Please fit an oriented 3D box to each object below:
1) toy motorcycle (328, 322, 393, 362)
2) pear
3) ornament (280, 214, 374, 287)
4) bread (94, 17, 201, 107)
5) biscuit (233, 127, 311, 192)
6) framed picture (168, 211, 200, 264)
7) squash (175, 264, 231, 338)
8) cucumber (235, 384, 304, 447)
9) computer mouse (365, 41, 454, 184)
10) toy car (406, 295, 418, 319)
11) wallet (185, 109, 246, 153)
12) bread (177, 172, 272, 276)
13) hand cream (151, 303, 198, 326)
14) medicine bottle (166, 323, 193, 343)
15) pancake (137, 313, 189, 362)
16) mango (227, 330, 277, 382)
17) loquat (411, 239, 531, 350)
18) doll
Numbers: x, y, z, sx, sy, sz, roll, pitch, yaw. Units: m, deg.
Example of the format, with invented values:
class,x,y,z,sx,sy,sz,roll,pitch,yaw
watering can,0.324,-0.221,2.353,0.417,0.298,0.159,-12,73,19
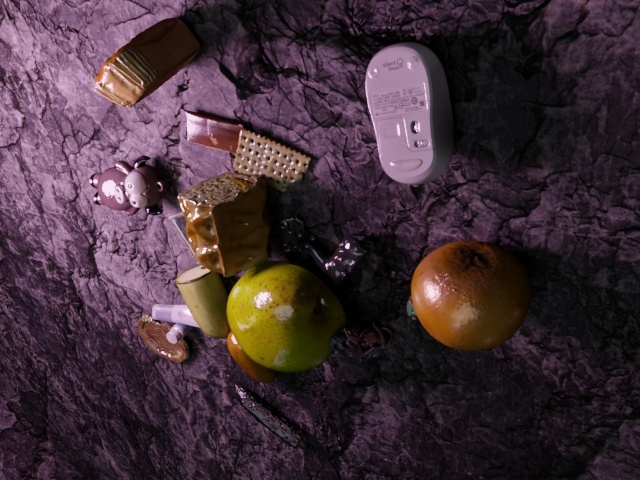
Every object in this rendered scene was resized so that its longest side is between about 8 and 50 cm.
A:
class,x,y,z,sx,sy,sz,roll,pitch,yaw
toy motorcycle,0.119,0.274,1.617,0.118,0.213,0.084,-41,50,25
pear,-0.091,0.207,1.612,0.342,0.238,0.318,42,148,1
ornament,0.000,0.000,1.560,0.236,0.080,0.202,39,133,3
bread,-0.407,-0.426,1.405,0.119,0.288,0.153,45,130,-14
biscuit,-0.131,-0.201,1.543,0.203,0.016,0.144,26,128,6
framed picture,-0.374,-0.010,1.795,0.142,0.011,0.183,-13,113,38
squash,-0.344,0.204,1.837,0.133,0.132,0.246,-8,113,32
cucumber,-0.184,0.600,2.028,0.300,0.072,0.072,35,129,7
computer mouse,0.202,-0.269,1.266,0.184,0.121,0.296,-5,100,43
toy car,0.286,0.182,1.541,0.122,0.035,0.059,7,121,15
wallet,-0.280,-0.288,1.575,0.176,0.026,0.095,14,124,16
bread,-0.251,-0.047,1.589,0.239,0.196,0.251,8,130,28
hand cream,-0.457,0.248,1.978,0.256,0.048,0.079,0,86,30
medicine bottle,-0.477,0.306,1.997,0.052,0.089,0.052,14,124,22
pancake,-0.559,0.353,2.103,0.235,0.029,0.211,4,125,33
mango,-0.210,0.359,1.865,0.138,0.113,0.253,40,164,53
loquat,0.336,0.122,1.336,0.263,0.263,0.262,14,123,22
doll,-0.571,-0.159,1.756,0.258,0.117,0.181,4,114,30
